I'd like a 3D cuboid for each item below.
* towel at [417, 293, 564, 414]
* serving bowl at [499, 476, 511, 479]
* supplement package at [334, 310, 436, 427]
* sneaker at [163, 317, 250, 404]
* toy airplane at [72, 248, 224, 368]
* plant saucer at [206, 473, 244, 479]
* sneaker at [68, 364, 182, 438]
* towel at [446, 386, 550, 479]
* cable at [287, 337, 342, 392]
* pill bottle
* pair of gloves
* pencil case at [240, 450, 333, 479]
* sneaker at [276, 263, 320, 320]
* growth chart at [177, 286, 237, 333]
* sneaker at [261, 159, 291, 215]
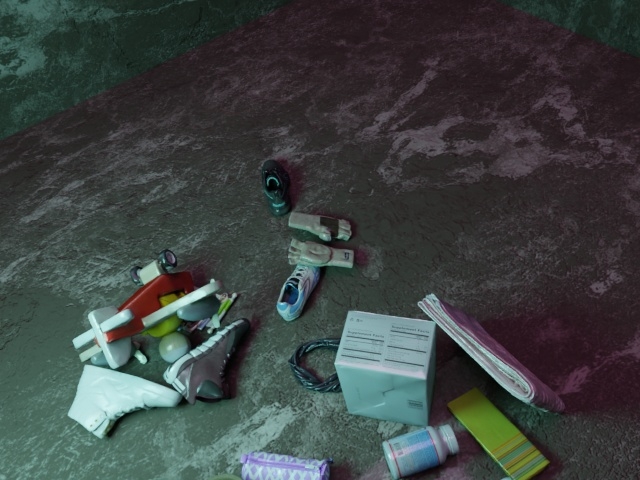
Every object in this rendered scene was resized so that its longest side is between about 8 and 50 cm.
[{"bbox_3d":[0.400,0.262,1.254,0.053,0.331,0.317,-50,52,8],"label":"towel"},{"bbox_3d":[0.418,0.551,1.185,0.083,0.027,0.083,-6,48,6],"label":"serving bowl"},{"bbox_3d":[0.163,0.306,1.292,0.203,0.262,0.145,5,51,16],"label":"supplement package"},{"bbox_3d":[-0.267,0.341,1.481,0.281,0.106,0.162,-34,79,-36],"label":"sneaker"},{"bbox_3d":[-0.449,0.225,1.459,0.384,0.272,0.386,-40,16,-24],"label":"toy airplane"},{"bbox_3d":[-0.226,0.628,1.131,0.277,0.041,0.278,-29,37,25],"label":"plant saucer"},{"bbox_3d":[-0.515,0.441,1.440,0.292,0.108,0.169,8,66,14],"label":"sneaker"},{"bbox_3d":[0.406,0.448,1.269,0.102,0.021,0.237,-20,42,-23],"label":"towel"},{"bbox_3d":[0.002,0.331,1.456,0.184,0.047,0.151,-3,56,12],"label":"cable"},{"bbox_3d":[0.229,0.477,1.249,0.160,0.087,0.087,-17,49,-4],"label":"pill bottle"},{"bbox_3d":[0.000,0.000,1.702,0.204,0.042,0.240,6,40,-8],"label":"pair of gloves"},{"bbox_3d":[-0.078,0.536,1.262,0.206,0.088,0.086,0,48,12],"label":"pencil case"},{"bbox_3d":[-0.062,0.124,1.616,0.085,0.086,0.237,7,50,20],"label":"sneaker"},{"bbox_3d":[-0.388,0.205,1.657,0.237,0.021,0.172,12,54,22],"label":"growth chart"},{"bbox_3d":[-0.155,-0.209,1.909,0.101,0.106,0.267,-17,47,-2],"label":"sneaker"}]
